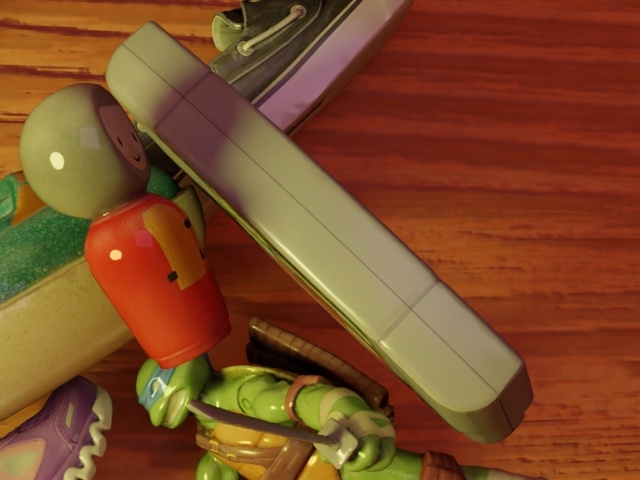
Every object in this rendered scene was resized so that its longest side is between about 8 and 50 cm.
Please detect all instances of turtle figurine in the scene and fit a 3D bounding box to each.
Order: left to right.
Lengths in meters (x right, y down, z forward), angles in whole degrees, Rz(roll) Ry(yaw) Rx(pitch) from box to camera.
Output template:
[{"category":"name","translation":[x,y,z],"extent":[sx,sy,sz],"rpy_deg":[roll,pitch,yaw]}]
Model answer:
[{"category":"turtle figurine","translation":[-0.004,0.181,0.861],"extent":[0.266,0.274,0.197],"rpy_deg":[23,99,-10]}]

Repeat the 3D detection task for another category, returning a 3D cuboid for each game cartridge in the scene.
[{"category":"game cartridge","translation":[0.000,0.000,0.817],"extent":[0.060,0.196,0.294],"rpy_deg":[-45,72,-7]}]

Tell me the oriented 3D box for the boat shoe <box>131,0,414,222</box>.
[{"category":"boat shoe","translation":[-0.033,-0.137,1.027],"extent":[0.102,0.108,0.301],"rpy_deg":[43,72,2]}]

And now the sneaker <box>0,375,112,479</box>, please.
[{"category":"sneaker","translation":[-0.220,0.168,0.851],"extent":[0.104,0.095,0.236],"rpy_deg":[38,65,-7]}]

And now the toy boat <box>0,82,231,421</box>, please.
[{"category":"toy boat","translation":[-0.160,0.009,0.812],"extent":[0.267,0.318,0.148],"rpy_deg":[-33,99,-31]}]
